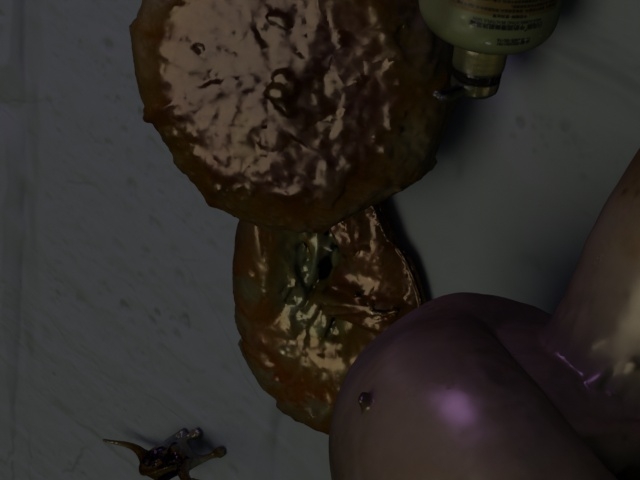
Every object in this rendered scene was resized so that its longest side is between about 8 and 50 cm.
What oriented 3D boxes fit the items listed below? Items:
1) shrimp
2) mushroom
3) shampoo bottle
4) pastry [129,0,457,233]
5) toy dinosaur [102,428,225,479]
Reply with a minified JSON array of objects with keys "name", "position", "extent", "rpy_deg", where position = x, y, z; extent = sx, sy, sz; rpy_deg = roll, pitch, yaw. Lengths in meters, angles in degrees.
[{"name":"shrimp","position":[0.001,-0.001,1.090],"extent":[0.154,0.062,0.294],"rpy_deg":[9,120,31]},{"name":"mushroom","position":[0.163,0.100,0.838],"extent":[0.292,0.292,0.290],"rpy_deg":[43,107,24]},{"name":"shampoo bottle","position":[0.095,-0.150,0.882],"extent":[0.079,0.079,0.162],"rpy_deg":[32,132,32]},{"name":"pastry","position":[-0.014,-0.100,0.973],"extent":[0.182,0.093,0.192],"rpy_deg":[-33,96,24]},{"name":"toy dinosaur","position":[-0.120,0.175,1.325],"extent":[0.180,0.058,0.037],"rpy_deg":[-9,96,63]}]
